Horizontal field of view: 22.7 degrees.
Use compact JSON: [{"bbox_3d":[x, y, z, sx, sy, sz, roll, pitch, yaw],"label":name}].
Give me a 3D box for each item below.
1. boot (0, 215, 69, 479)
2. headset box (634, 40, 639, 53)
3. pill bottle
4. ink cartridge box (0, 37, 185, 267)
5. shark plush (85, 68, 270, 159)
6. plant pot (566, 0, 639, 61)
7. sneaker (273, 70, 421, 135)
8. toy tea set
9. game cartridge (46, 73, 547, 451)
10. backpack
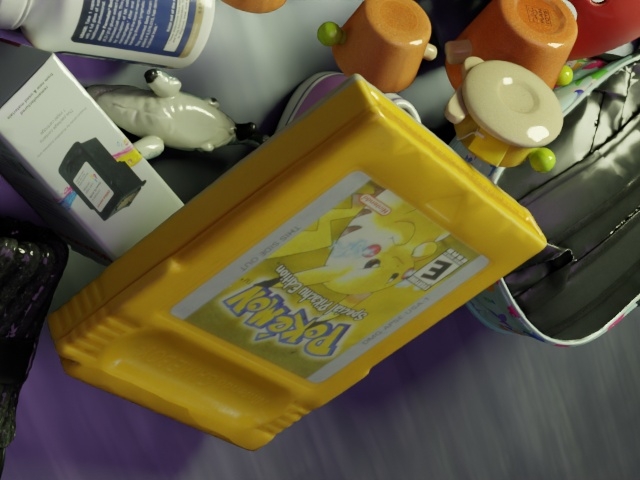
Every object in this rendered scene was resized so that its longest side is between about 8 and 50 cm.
[{"bbox_3d":[-0.361,0.096,1.159,0.348,0.131,0.260,0,111,-43],"label":"boot"},{"bbox_3d":[0.352,-0.192,1.583,0.083,0.032,0.062,24,90,-33],"label":"headset box"},{"bbox_3d":[-0.174,-0.187,1.220,0.169,0.094,0.094,5,101,-33],"label":"pill bottle"},{"bbox_3d":[-0.199,-0.065,1.220,0.072,0.127,0.175,-49,124,-14],"label":"ink cartridge box"},{"bbox_3d":[-0.109,-0.105,1.302,0.161,0.067,0.073,-3,102,-34],"label":"shark plush"},{"bbox_3d":[0.227,-0.279,1.387,0.191,0.191,0.174,-42,118,-15],"label":"plant pot"},{"bbox_3d":[-0.001,0.000,1.343,0.102,0.161,0.282,14,97,-35],"label":"sneaker"},{"bbox_3d":[0.058,-0.170,1.317,0.336,0.124,0.200,33,48,2],"label":"toy tea set"},{"bbox_3d":[-0.015,0.036,1.251,0.324,0.052,0.285,-38,143,16],"label":"game cartridge"},{"bbox_3d":[0.218,-0.035,1.448,0.253,0.191,0.225,-42,117,-24],"label":"backpack"}]
